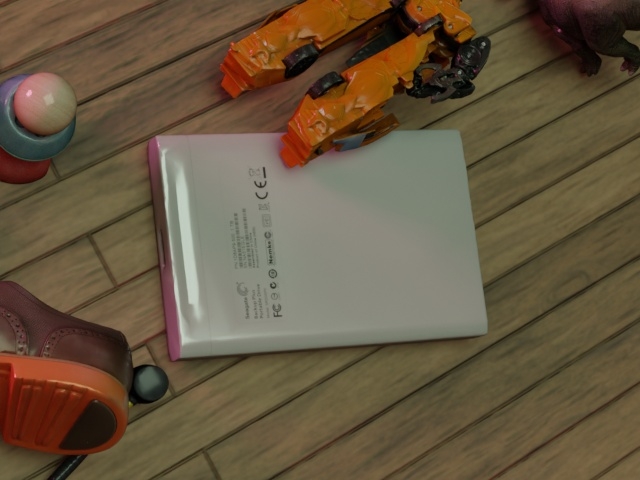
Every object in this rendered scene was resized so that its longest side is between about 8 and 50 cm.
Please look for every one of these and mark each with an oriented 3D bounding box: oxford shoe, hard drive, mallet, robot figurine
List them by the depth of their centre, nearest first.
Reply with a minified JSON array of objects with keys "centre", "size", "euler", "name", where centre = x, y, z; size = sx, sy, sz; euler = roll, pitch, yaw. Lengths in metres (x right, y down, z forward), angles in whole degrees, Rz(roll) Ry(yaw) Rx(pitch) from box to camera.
[{"centre":[-0.356,0.099,1.632],"size":[0.364,0.130,0.132],"euler":[18,39,-12],"name":"oxford shoe"},{"centre":[-0.219,0.193,1.680],"size":[0.039,0.062,0.189],"euler":[45,66,-8],"name":"mallet"},{"centre":[0.000,0.000,1.826],"size":[0.353,0.047,0.233],"euler":[-3,80,-23],"name":"hard drive"},{"centre":[0.044,-0.203,1.847],"size":[0.291,0.085,0.211],"euler":[-32,78,-32],"name":"robot figurine"}]

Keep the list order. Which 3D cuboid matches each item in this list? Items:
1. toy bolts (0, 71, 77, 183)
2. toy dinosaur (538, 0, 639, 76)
[{"centre":[-0.341,-0.096,1.636],"size":[0.228,0.158,0.218],"euler":[-3,80,-24],"name":"toy bolts"},{"centre":[0.313,-0.259,1.933],"size":[0.160,0.313,0.121],"euler":[31,94,-39],"name":"toy dinosaur"}]
